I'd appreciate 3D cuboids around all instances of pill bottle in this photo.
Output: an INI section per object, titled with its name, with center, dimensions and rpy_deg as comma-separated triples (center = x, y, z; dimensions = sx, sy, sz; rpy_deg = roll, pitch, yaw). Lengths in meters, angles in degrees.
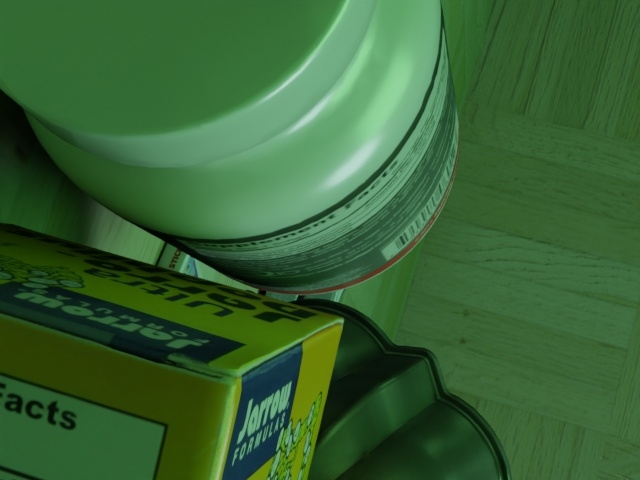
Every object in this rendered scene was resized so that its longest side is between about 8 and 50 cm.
[pill bottle]
center = -0.036, -0.093, 0.609
dimensions = 0.363, 0.210, 0.210
rpy_deg = 47, 59, -77

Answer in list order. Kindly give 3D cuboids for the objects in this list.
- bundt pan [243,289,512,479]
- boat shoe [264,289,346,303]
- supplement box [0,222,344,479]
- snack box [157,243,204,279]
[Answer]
[bundt pan]
center = -0.051, 0.197, 0.659
dimensions = 0.124, 0.330, 0.331
rpy_deg = -3, 108, -69
[boat shoe]
center = 0.000, 0.000, 1.248
dimensions = 0.094, 0.109, 0.302
rpy_deg = 156, -41, -85
[supplement box]
center = -0.138, 0.187, 0.511
dimensions = 0.195, 0.194, 0.357
rpy_deg = -11, 116, -77
[snack box]
center = -0.111, 0.068, 0.936
dimensions = 0.178, 0.022, 0.064
rpy_deg = 84, 24, -61
